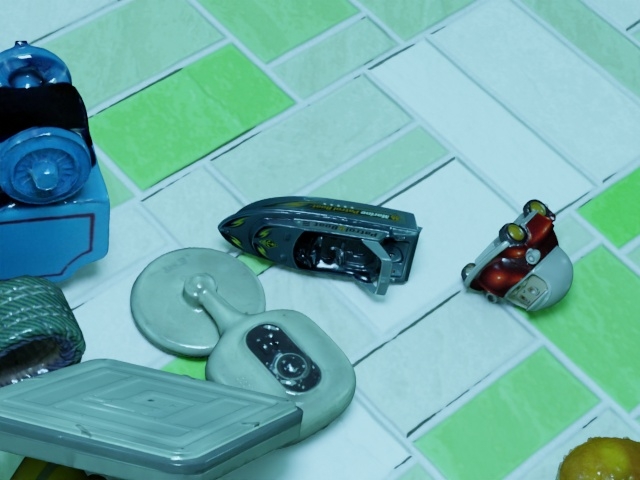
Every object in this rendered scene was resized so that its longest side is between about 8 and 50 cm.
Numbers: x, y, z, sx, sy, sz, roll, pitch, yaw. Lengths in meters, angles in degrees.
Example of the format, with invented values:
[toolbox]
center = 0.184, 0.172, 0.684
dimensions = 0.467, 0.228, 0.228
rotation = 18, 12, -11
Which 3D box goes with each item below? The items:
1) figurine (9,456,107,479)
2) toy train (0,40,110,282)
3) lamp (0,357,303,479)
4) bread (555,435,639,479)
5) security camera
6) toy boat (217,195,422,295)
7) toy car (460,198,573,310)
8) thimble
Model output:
[figurine]
center = -0.195, 0.293, 1.518
dimensions = 0.257, 0.167, 0.192
rotation = 21, 66, 10
[toy train]
center = -0.394, -0.066, 1.697
dimensions = 0.300, 0.265, 0.188
rotation = -7, 47, -17
[lamp]
center = -0.184, 0.182, 1.542
dimensions = 0.266, 0.047, 0.269
rotation = 11, 10, 22
[bread]
center = 0.315, 0.304, 1.625
dimensions = 0.132, 0.114, 0.190
rotation = -3, 48, -8
[security camera]
center = -0.093, 0.104, 1.736
dimensions = 0.157, 0.080, 0.301
rotation = -31, 60, -27
[toy boat]
center = 0.000, 0.000, 1.815
dimensions = 0.246, 0.093, 0.103
rotation = 8, 45, -3
[toy car]
center = 0.252, 0.028, 1.835
dimensions = 0.112, 0.112, 0.139
rotation = 44, 48, 5
[thimble]
center = -0.331, 0.108, 1.668
dimensions = 0.135, 0.118, 0.090
rotation = -27, 55, -7
